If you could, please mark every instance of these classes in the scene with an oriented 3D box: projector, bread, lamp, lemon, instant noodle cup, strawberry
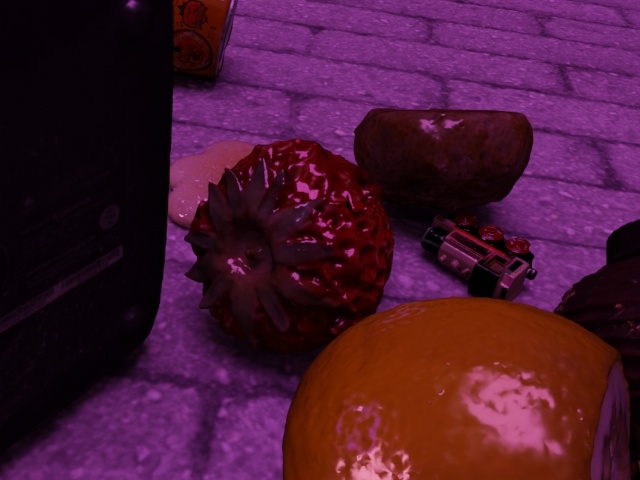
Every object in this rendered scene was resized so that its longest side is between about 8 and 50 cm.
[{"bbox_3d":[-0.301,-0.018,0.472,0.242,0.405,0.395,25,38,20],"label":"projector"},{"bbox_3d":[0.152,-0.105,0.905,0.230,0.123,0.230,-1,9,0],"label":"bread"},{"bbox_3d":[0.306,0.105,0.596,0.247,0.247,0.247,6,35,-4],"label":"lamp"},{"bbox_3d":[0.082,0.152,0.473,0.219,0.240,0.240,4,30,28],"label":"lemon"},{"bbox_3d":[-0.085,-0.051,0.881,0.251,0.039,0.182,32,41,28],"label":"bread"},{"bbox_3d":[-0.228,-0.361,1.153,0.172,0.216,0.216,13,35,-8],"label":"instant noodle cup"},{"bbox_3d":[0.000,0.000,0.720,0.205,0.205,0.244,31,20,28],"label":"strawberry"}]

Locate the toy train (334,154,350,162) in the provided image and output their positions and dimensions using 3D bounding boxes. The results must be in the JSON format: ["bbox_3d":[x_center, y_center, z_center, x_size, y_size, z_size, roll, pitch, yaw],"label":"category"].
[{"bbox_3d":[0.005,-0.112,1.003,0.083,0.017,0.017,9,36,-1],"label":"toy train"}]

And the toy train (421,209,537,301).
[{"bbox_3d":[0.178,0.016,0.835,0.138,0.050,0.087,33,45,30],"label":"toy train"}]
